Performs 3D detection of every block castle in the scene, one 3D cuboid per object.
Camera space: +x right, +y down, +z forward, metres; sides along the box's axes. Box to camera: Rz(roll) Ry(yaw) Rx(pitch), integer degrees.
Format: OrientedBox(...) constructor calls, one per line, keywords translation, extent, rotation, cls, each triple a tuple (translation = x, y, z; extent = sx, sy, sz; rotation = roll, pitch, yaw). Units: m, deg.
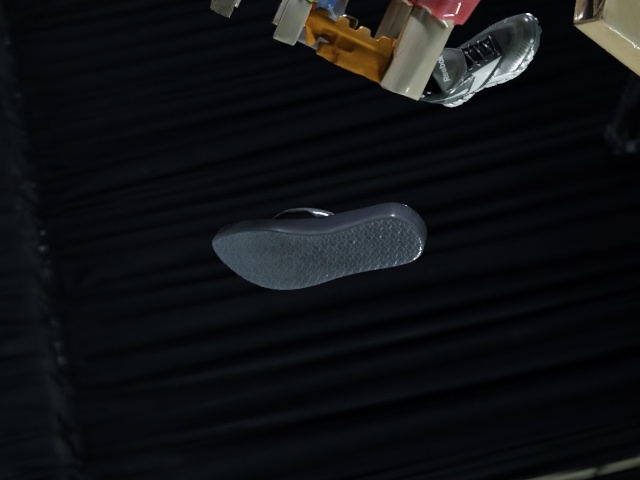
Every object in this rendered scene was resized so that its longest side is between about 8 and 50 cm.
OrientedBox(translation=(-0.039, -0.362, 1.436), extent=(0.303, 0.453, 0.213), rotation=(-99, -147, -76), cls="block castle")

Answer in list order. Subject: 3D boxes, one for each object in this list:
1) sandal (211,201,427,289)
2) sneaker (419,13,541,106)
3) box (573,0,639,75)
OrientedBox(translation=(0.001, 0.001, 1.333), extent=(0.054, 0.254, 0.097), rotation=(-71, 147, -44), cls="sandal")
OrientedBox(translation=(0.215, -0.255, 1.715), extent=(0.234, 0.106, 0.078), rotation=(-29, -106, 49), cls="sneaker")
OrientedBox(translation=(0.188, -0.118, 0.513), extent=(0.021, 0.201, 0.164), rotation=(-9, -118, 49), cls="box")
